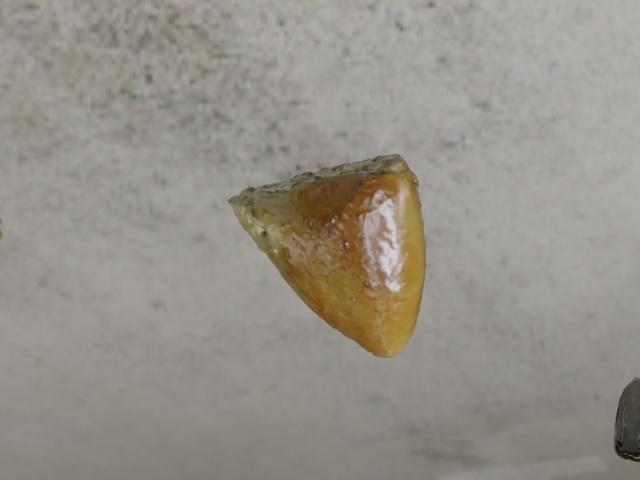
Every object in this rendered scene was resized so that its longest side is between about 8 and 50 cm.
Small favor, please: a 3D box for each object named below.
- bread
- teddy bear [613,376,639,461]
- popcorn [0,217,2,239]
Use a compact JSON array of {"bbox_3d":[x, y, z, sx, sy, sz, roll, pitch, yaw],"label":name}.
[{"bbox_3d":[0.018,0.018,1.016,0.154,0.054,0.136,-4,121,49],"label":"bread"},{"bbox_3d":[0.188,0.151,0.653,0.256,0.267,0.156,-30,174,-17],"label":"teddy bear"},{"bbox_3d":[-0.249,0.023,0.994,0.089,0.109,0.097,24,160,-1],"label":"popcorn"}]
